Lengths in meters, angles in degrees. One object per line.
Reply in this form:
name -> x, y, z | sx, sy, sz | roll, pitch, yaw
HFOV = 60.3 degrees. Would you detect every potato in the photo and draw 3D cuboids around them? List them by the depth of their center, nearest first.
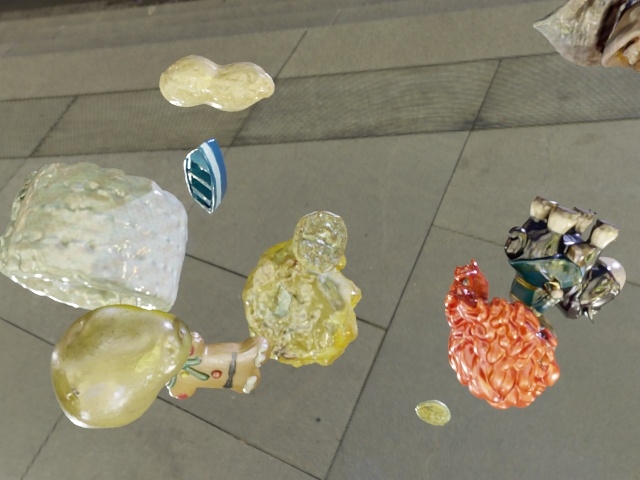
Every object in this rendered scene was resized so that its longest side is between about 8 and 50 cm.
potato -> -0.255, 0.157, 0.718 | 0.193, 0.157, 0.157 | -24, 58, 17

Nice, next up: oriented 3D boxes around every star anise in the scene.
star anise -> 0.409, -0.270, 0.692 | 0.314, 0.108, 0.315 | 7, 39, -6

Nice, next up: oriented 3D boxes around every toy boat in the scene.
toy boat -> -0.277, -0.163, 1.346 | 0.096, 0.299, 0.062 | 40, 68, 6

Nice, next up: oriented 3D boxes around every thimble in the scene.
thimble -> -0.375, 0.008, 0.933 | 0.291, 0.291, 0.196 | 1, 68, 13

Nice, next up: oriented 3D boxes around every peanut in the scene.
peanut -> -0.166, -0.249, 0.877 | 0.186, 0.082, 0.082 | 8, 63, 3

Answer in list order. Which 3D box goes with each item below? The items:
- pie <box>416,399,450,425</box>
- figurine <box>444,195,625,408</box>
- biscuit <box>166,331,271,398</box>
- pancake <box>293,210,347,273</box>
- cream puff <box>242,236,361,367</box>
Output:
pie -> 0.273, 0.416, 1.334 | 0.083, 0.084, 0.021 | 8, 34, 17
figurine -> 0.402, 0.116, 1.050 | 0.412, 0.306, 0.241 | -47, 41, 1
biscuit -> -0.260, 0.267, 1.142 | 0.301, 0.197, 0.049 | 6, 35, -16
pancake -> -0.001, 0.000, 0.890 | 0.017, 0.108, 0.108 | 2, 54, 57
cream puff -> -0.024, 0.155, 1.433 | 0.324, 0.257, 0.291 | 48, 117, 16
